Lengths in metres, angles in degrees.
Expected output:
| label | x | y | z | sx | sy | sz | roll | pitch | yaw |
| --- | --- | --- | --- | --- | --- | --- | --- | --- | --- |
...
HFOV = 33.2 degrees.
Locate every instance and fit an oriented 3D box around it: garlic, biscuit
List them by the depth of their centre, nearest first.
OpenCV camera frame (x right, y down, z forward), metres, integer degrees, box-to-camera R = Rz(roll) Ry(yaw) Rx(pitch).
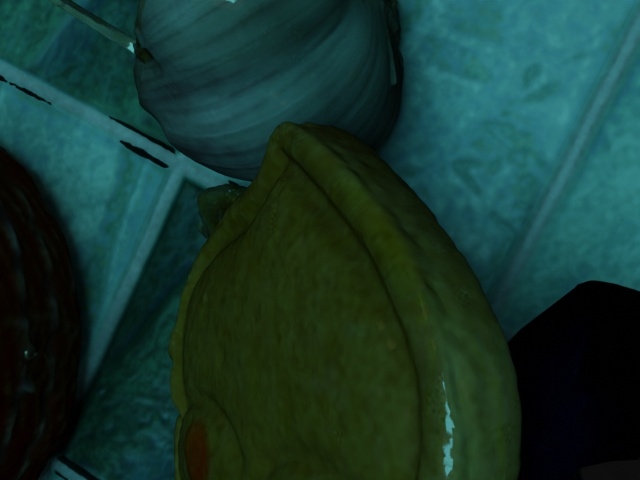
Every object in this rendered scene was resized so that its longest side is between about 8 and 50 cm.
| label | x | y | z | sx | sy | sz | roll | pitch | yaw |
| --- | --- | --- | --- | --- | --- | --- | --- | --- | --- |
| biscuit | -0.011 | 0.164 | 0.593 | 0.349 | 0.078 | 0.455 | 14 | 103 | 60 |
| garlic | -0.055 | -0.160 | 0.682 | 0.256 | 0.207 | 0.207 | 33 | 101 | 15 |

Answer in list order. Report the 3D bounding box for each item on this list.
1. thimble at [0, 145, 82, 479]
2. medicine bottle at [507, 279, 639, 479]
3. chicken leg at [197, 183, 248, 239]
| label | x | y | z | sx | sy | sz | roll | pitch | yaw |
| --- | --- | --- | --- | --- | --- | --- | --- | --- | --- |
| thimble | -0.347 | 0.059 | 0.752 | 0.350 | 0.230 | 0.350 | 0 | 91 | 19 |
| medicine bottle | 0.148 | 0.239 | 0.580 | 0.242 | 0.242 | 0.395 | 28 | 109 | 17 |
| chicken leg | 0.002 | -0.001 | 0.719 | 0.198 | 0.069 | 0.085 | 18 | 120 | 25 |
